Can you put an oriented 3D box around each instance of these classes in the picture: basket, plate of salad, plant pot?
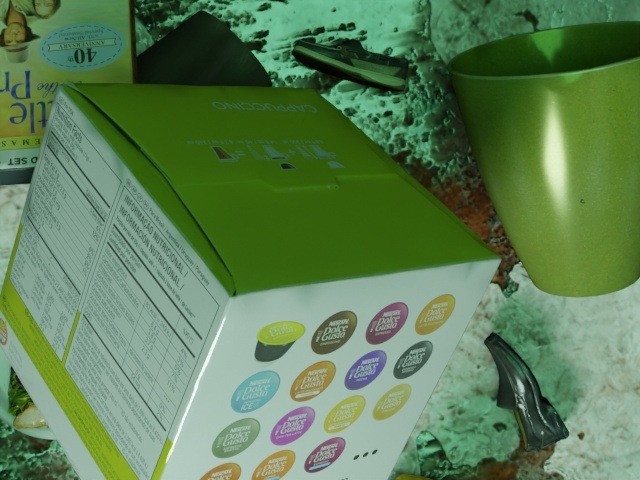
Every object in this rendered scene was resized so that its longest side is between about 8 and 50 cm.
[{"bbox_3d":[-0.183,-0.156,1.343,0.204,0.154,0.227,41,82,24],"label":"basket"},{"bbox_3d":[-0.334,0.153,1.393,0.199,0.048,0.200,0,92,-4],"label":"plate of salad"},{"bbox_3d":[0.311,-0.091,1.347,0.274,0.275,0.293,-12,109,-4],"label":"plant pot"}]

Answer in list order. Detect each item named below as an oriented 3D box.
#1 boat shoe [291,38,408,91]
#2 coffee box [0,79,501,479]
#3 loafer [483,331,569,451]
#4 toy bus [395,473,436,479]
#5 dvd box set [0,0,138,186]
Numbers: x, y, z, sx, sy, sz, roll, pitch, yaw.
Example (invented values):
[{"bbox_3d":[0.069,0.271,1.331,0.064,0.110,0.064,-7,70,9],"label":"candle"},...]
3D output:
[{"bbox_3d":[0.039,-0.230,1.407,0.152,0.056,0.049,17,86,-15],"label":"boat shoe"},{"bbox_3d":[-0.091,0.059,1.154,0.337,0.338,0.334,-6,130,-41],"label":"coffee box"},{"bbox_3d":[0.254,0.198,1.437,0.061,0.062,0.170,-33,93,2],"label":"loafer"},{"bbox_3d":[0.131,0.426,1.361,0.149,0.211,0.220,22,92,-7],"label":"toy bus"},{"bbox_3d":[-0.365,-0.268,1.259,0.307,0.062,0.420,-3,76,-3],"label":"dvd box set"}]
